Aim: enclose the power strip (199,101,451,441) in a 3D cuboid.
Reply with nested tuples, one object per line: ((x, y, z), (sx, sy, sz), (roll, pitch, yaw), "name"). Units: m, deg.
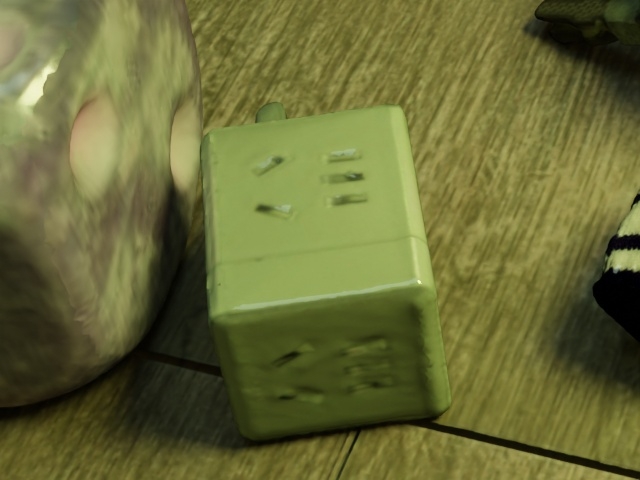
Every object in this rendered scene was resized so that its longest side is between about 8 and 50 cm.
((0.000, 0.000, 1.185), (0.140, 0.139, 0.224), (-9, 48, 4), "power strip")

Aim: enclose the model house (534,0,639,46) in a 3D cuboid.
((0.282, -0.226, 1.294), (0.278, 0.205, 0.218), (7, 54, 53), "model house")

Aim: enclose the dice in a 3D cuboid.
((-0.239, -0.070, 1.199), (0.270, 0.271, 0.270), (5, 50, 14), "dice")

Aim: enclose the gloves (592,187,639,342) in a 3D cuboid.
((0.273, -0.019, 1.166), (0.140, 0.131, 0.219), (28, 67, 27), "gloves")
